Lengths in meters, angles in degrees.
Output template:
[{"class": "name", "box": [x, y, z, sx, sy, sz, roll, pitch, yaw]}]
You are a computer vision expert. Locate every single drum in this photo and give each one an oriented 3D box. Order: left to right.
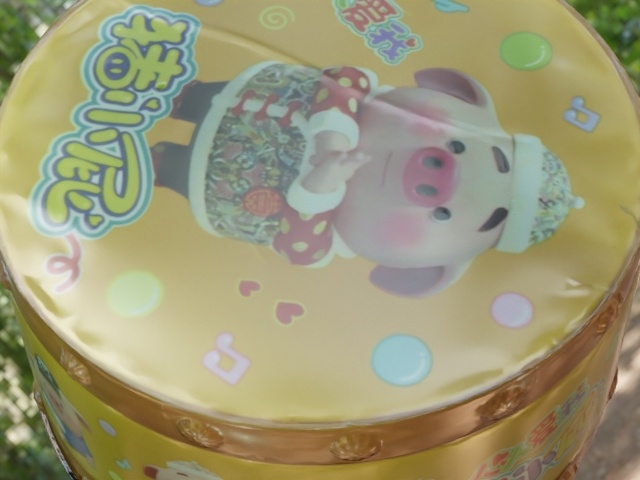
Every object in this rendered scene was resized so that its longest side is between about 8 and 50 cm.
[{"class": "drum", "box": [0.000, 0.000, 1.000, 0.431, 0.431, 0.214, -46, -25, -27]}]
